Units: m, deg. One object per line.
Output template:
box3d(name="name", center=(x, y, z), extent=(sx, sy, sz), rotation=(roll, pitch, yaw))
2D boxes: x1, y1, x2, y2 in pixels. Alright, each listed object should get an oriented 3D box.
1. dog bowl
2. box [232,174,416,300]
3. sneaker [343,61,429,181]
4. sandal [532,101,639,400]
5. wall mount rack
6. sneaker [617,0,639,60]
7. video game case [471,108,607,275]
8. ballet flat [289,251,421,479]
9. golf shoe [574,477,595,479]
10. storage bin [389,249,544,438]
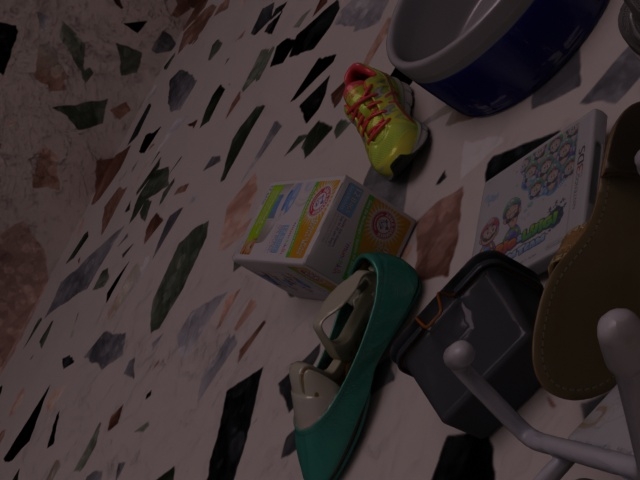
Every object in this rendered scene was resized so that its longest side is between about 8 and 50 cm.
box3d(name="dog bowl", center=(0.195, -0.272, 1.122), extent=(0.265, 0.104, 0.265), rotation=(-44, 27, 29))
box3d(name="box", center=(0.000, 0.000, 1.175), extent=(0.203, 0.103, 0.114), rotation=(2, 64, 64))
box3d(name="sneaker", center=(0.066, -0.149, 1.240), extent=(0.081, 0.094, 0.208), rotation=(-47, 27, 21))
box3d(name="sandal", center=(0.222, 0.015, 0.782), extent=(0.079, 0.088, 0.240), rotation=(80, -150, -74))
box3d(name="wall mount rack", center=(0.204, 0.024, 0.561), extent=(0.350, 0.130, 0.304), rotation=(-44, 2, -11))
box3d(name="sneaker", center=(0.287, -0.199, 0.795), extent=(0.105, 0.115, 0.281), rotation=(-51, 7, 6))
box3d(name="video game case", center=(0.192, -0.027, 0.920), extent=(0.157, 0.019, 0.143), rotation=(-38, 30, 51))
box3d(name="ballet flat", center=(0.016, 0.120, 1.018), extent=(0.083, 0.087, 0.247), rotation=(-3, 59, 62))
box3d(name="golf shoe", center=(0.178, 0.182, 0.612), extent=(0.273, 0.105, 0.120), rotation=(-41, 22, 34))
box3d(name="storage bin", center=(0.131, 0.089, 0.836), extent=(0.135, 0.098, 0.091), rotation=(-50, 35, 18))
